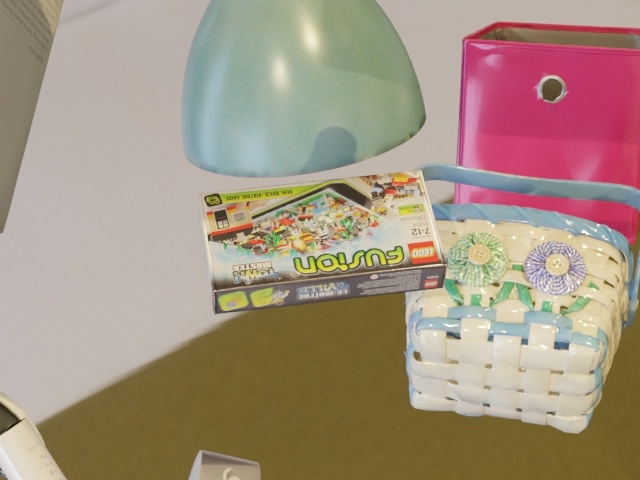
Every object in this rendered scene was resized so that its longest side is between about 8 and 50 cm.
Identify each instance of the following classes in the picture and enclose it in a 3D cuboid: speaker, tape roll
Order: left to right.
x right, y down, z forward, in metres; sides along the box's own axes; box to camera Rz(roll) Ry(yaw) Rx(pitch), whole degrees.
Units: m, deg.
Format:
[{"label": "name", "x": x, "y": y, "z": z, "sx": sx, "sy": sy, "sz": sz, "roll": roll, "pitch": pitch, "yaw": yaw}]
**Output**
[{"label": "speaker", "x": -0.313, "y": 0.265, "z": 1.628, "sx": 0.055, "sy": 0.136, "sz": 0.055, "roll": -32, "pitch": 5, "yaw": 3}, {"label": "tape roll", "x": -0.129, "y": 0.354, "z": 1.685, "sx": 0.072, "sy": 0.219, "sz": 0.219, "roll": 15, "pitch": 46, "yaw": -7}]

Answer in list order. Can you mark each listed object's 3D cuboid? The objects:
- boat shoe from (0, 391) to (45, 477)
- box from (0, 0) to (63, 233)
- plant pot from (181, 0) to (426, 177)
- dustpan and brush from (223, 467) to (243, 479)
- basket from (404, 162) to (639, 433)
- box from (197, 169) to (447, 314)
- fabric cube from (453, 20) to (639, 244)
[{"label": "boat shoe", "x": -0.442, "y": 0.190, "z": 1.692, "sx": 0.114, "sy": 0.302, "sz": 0.091, "roll": -26, "pitch": 28, "yaw": 38}, {"label": "box", "x": -0.383, "y": -0.205, "z": 1.393, "sx": 0.215, "sy": 0.168, "sz": 0.345, "roll": 10, "pitch": 78, "yaw": 11}, {"label": "plant pot", "x": -0.032, "y": -0.217, "z": 1.707, "sx": 0.290, "sy": 0.195, "sz": 0.290, "roll": -7, "pitch": 23, "yaw": 3}, {"label": "dustpan and brush", "x": -0.055, "y": 0.284, "z": 1.465, "sx": 0.147, "sy": 0.060, "sz": 0.211, "roll": 32, "pitch": 19, "yaw": 10}, {"label": "basket", "x": 0.203, "y": 0.037, "z": 1.476, "sx": 0.255, "sy": 0.201, "sz": 0.289, "roll": 5, "pitch": 42, "yaw": 7}, {"label": "box", "x": 0.000, "y": 0.000, "z": 1.309, "sx": 0.207, "sy": 0.036, "sz": 0.114, "roll": -7, "pitch": 52, "yaw": -8}, {"label": "fabric cube", "x": 0.333, "y": -0.157, "z": 2.021, "sx": 0.254, "sy": 0.258, "sz": 0.259, "roll": 7, "pitch": 15, "yaw": 17}]
